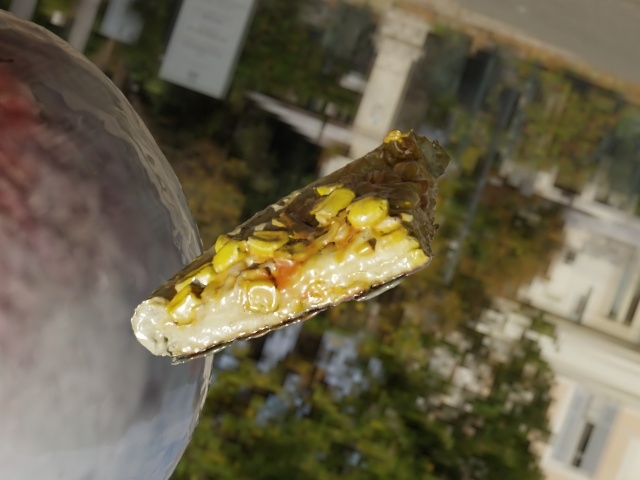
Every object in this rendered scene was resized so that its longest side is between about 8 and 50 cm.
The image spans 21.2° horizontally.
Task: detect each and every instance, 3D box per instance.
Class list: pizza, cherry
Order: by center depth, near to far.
[{"bbox_3d":[0.000,0.000,0.744,0.178,0.041,0.131,-29,-165,-16],"label":"pizza"},{"bbox_3d":[-0.206,0.049,0.903,0.291,0.335,0.326,-18,133,17],"label":"cherry"}]
